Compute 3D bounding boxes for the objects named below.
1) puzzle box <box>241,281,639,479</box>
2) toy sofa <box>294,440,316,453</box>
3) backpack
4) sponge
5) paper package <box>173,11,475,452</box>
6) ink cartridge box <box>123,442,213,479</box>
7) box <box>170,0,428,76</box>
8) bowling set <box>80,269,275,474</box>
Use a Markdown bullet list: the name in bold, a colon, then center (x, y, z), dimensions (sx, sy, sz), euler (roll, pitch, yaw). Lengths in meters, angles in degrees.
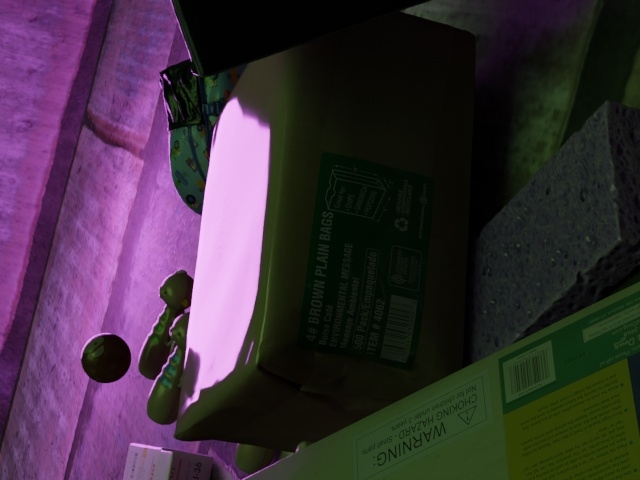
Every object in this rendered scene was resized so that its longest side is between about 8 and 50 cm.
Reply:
- **puzzle box**: center (0.091, 0.193, 0.796), dimensions (0.409, 0.052, 0.272), euler (-30, 38, 29)
- **toy sofa**: center (0.070, 0.282, 0.926), dimensions (0.362, 0.150, 0.177), euler (-105, 34, -51)
- **backpack**: center (-0.091, -0.113, 1.598), dimensions (0.117, 0.158, 0.173), euler (-13, 78, 48)
- **sponge**: center (0.162, 0.008, 1.024), dimensions (0.210, 0.031, 0.117), euler (127, 150, -50)
- **paper package**: center (0.000, 0.000, 1.218), dimensions (0.309, 0.168, 0.324), euler (132, 146, -65)
- **ink cartridge box**: center (-0.181, 0.302, 1.696), dimensions (0.198, 0.067, 0.115), euler (166, 115, -69)
- **box**: center (0.019, -0.312, 1.108), dimensions (0.312, 0.343, 0.178), euler (-114, 5, -58)
- **bowling set**: center (-0.139, 0.107, 1.534), dimensions (0.154, 0.200, 0.287), euler (-68, 26, 19)
